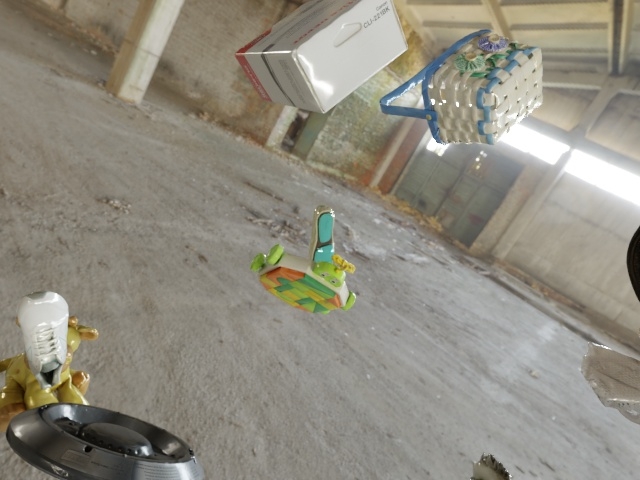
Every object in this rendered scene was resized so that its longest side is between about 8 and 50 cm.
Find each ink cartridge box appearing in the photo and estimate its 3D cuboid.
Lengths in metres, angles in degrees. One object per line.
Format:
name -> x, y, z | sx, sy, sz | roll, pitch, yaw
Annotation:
ink cartridge box -> -0.009, -0.344, 0.806 | 0.273, 0.197, 0.114 | 35, -18, 55

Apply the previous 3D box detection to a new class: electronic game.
electronic game -> -0.250, 0.251, 0.534 | 0.230, 0.048, 0.229 | 19, -16, 6

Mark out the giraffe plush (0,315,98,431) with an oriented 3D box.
giraffe plush -> -0.505, 0.227, 0.829 | 0.210, 0.170, 0.182 | 42, 19, 32

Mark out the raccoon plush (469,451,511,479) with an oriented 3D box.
raccoon plush -> 0.369, 0.497, 0.598 | 0.447, 0.215, 0.299 | 21, 24, 3

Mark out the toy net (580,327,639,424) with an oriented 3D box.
toy net -> 0.310, 0.117, 0.361 | 0.233, 0.045, 0.122 | -7, 29, -23

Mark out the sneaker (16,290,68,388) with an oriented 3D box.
sneaker -> -0.339, 0.125, 0.554 | 0.054, 0.152, 0.061 | -10, 45, -33

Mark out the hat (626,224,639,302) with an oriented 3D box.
hat -> 0.498, 0.083, 0.476 | 0.134, 0.331, 0.331 | -33, 56, -32

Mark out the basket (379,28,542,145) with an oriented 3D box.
basket -> 0.308, -0.334, 0.967 | 0.289, 0.255, 0.201 | 25, -30, 47

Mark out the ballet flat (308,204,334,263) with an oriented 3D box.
ballet flat -> 0.000, 0.000, 1.415 | 0.087, 0.248, 0.086 | 5, 28, -3

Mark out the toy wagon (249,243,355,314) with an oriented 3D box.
toy wagon -> -0.034, 0.109, 1.198 | 0.267, 0.068, 0.344 | 34, -27, -18
